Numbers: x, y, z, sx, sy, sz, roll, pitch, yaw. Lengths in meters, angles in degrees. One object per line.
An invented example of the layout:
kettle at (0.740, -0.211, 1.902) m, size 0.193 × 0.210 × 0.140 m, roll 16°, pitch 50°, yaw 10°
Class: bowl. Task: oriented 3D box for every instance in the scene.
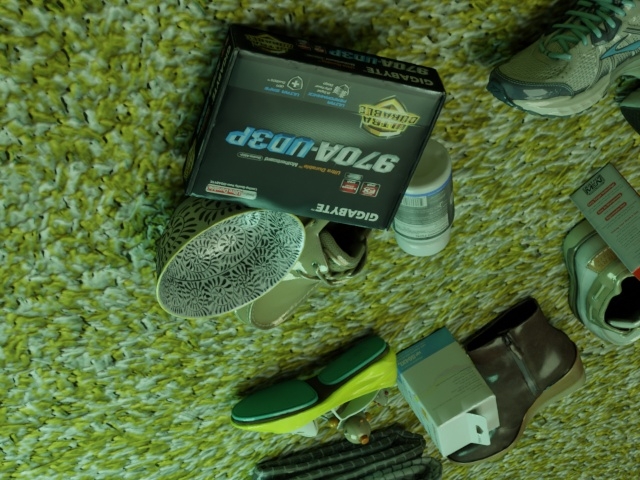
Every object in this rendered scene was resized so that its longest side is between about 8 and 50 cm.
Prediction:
bowl at (-0.108, -0.002, 1.628) m, size 0.170 × 0.080 × 0.170 m, roll -22°, pitch 148°, yaw -14°

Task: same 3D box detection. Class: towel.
towel at (0.012, 0.391, 2.184) m, size 0.283 × 0.121 × 0.235 m, roll -11°, pitch 142°, yaw -31°

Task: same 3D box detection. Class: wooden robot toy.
wooden robot toy at (0.037, 0.230, 2.036) m, size 0.173 × 0.079 × 0.076 m, roll -4°, pitch 136°, yaw -36°

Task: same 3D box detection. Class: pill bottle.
pill bottle at (0.112, -0.047, 1.757) m, size 0.078 × 0.078 × 0.137 m, roll -26°, pitch 146°, yaw -11°

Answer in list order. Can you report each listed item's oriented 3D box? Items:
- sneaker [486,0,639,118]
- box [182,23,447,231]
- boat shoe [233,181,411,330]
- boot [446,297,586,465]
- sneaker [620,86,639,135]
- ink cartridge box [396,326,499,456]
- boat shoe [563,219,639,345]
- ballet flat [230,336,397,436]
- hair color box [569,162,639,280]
sneaker at (0.296, -0.228, 1.684) m, size 0.283 × 0.110 × 0.122 m, roll -24°, pitch 133°, yaw -26°
box at (-0.009, -0.108, 1.531) m, size 0.220 × 0.051 × 0.175 m, roll 11°, pitch 124°, yaw -18°
boat shoe at (0.000, 0.000, 1.704) m, size 0.109 × 0.098 × 0.302 m, roll 6°, pitch 129°, yaw -43°
boot at (0.243, 0.198, 2.187) m, size 0.248 × 0.090 × 0.207 m, roll -37°, pitch 134°, yaw 7°
sneaker at (0.440, -0.167, 1.757) m, size 0.123 × 0.290 × 0.106 m, roll -41°, pitch 105°, yaw -2°
ink cartridge box at (0.170, 0.208, 2.058) m, size 0.090 × 0.143 × 0.092 m, roll -29°, pitch 145°, yaw -7°
boat shoe at (0.408, 0.082, 2.133) m, size 0.113 × 0.103 × 0.302 m, roll -35°, pitch 146°, yaw 3°
ballet flat at (-0.001, 0.203, 1.964) m, size 0.231 × 0.077 × 0.077 m, roll -26°, pitch 119°, yaw -16°
hair color box at (0.384, -0.023, 1.950) m, size 0.072 × 0.141 × 0.043 m, roll -41°, pitch 146°, yaw 11°
